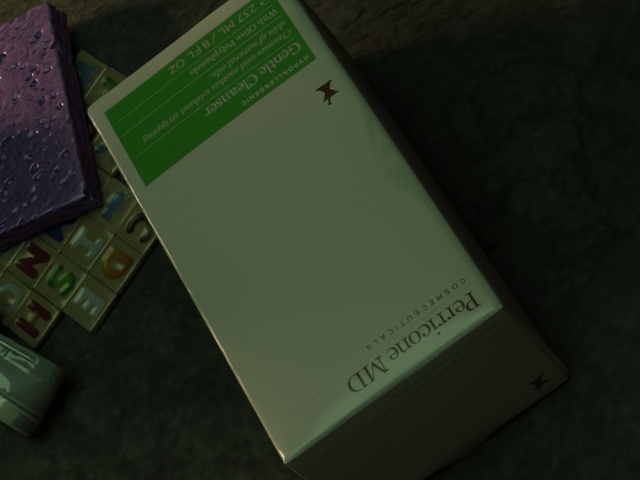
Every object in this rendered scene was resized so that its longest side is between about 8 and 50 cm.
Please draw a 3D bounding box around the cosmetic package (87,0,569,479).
[{"bbox_3d":[0.000,0.000,1.465,0.197,0.155,0.365,-37,55,6],"label":"cosmetic package"}]

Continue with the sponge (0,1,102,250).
[{"bbox_3d":[-0.263,-0.100,1.720,0.117,0.031,0.210,-25,59,19],"label":"sponge"}]

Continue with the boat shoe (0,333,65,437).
[{"bbox_3d":[-0.302,0.080,1.651,0.227,0.079,0.081,32,80,29],"label":"boat shoe"}]

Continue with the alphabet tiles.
[{"bbox_3d":[-0.213,-0.031,1.686,0.198,0.009,0.237,33,86,35],"label":"alphabet tiles"}]
